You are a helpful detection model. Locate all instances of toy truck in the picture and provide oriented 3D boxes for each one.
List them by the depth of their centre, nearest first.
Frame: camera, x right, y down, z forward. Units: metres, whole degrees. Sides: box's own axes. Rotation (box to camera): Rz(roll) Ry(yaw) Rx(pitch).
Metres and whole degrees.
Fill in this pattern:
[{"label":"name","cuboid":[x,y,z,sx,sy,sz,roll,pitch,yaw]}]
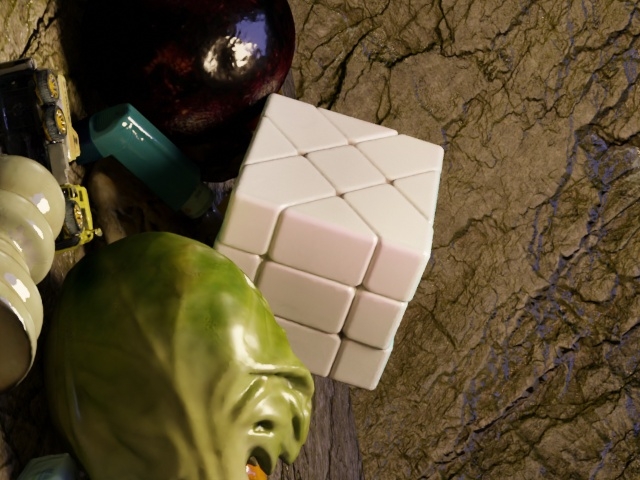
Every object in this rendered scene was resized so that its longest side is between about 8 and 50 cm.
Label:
[{"label":"toy truck","cuboid":[-0.393,-0.113,1.642,0.157,0.124,0.272,-14,93,-83]}]

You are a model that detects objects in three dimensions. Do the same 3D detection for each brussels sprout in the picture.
[{"label":"brussels sprout","cuboid":[-0.223,0.169,1.643,0.425,0.342,0.361,12,-52,61]}]

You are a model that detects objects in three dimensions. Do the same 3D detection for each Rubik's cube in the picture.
[{"label":"Rubik's cube","cuboid":[0.000,0.000,1.916,0.322,0.318,0.316,-76,-177,-54]}]

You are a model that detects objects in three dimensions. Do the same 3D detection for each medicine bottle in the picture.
[{"label":"medicine bottle","cuboid":[-0.292,-0.126,1.932,0.258,0.124,0.079,41,22,-33]}]

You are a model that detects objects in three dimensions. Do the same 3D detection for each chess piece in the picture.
[{"label":"chess piece","cuboid":[-0.395,0.017,1.413,0.330,0.182,0.182,-85,162,-55]}]

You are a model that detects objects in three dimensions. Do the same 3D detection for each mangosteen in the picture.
[{"label":"mangosteen","cuboid":[-0.227,-0.309,2.037,0.382,0.382,0.435,-84,177,-52]}]

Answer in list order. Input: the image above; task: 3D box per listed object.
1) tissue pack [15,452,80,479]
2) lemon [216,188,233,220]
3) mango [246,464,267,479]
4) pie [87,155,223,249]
[{"label":"tissue pack","cuboid":[-0.360,0.413,1.475,0.263,0.089,0.177,-71,147,-68]},{"label":"lemon","cuboid":[-0.089,0.031,2.508,0.348,0.348,0.348,-9,90,-78]},{"label":"mango","cuboid":[-0.172,0.465,2.115,0.199,0.201,0.350,-59,158,-26]},{"label":"pie","cuboid":[-0.275,-0.014,2.002,0.339,0.077,0.339,40,30,-29]}]
